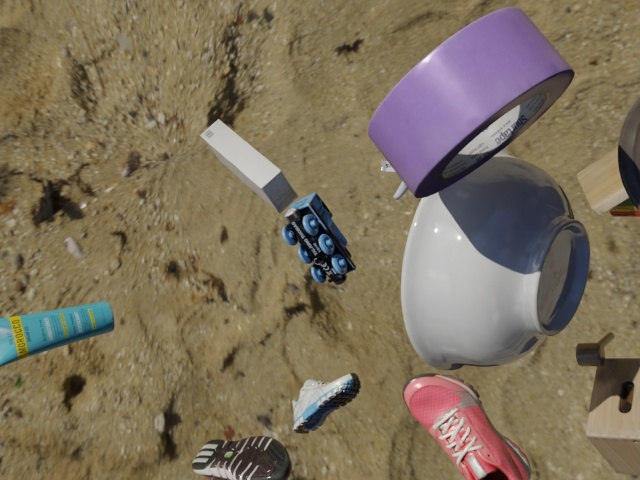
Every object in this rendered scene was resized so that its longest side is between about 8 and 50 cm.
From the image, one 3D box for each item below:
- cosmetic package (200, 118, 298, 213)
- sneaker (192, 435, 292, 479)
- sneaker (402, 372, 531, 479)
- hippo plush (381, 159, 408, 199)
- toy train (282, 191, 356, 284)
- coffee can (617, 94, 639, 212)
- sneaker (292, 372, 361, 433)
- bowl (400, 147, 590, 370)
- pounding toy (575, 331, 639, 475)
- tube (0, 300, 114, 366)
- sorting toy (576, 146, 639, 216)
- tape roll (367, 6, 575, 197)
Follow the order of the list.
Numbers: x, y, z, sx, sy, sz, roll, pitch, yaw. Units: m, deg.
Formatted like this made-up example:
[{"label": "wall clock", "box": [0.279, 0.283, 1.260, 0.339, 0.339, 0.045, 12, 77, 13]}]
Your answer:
[{"label": "cosmetic package", "box": [-0.152, -0.160, 1.639, 0.060, 0.239, 0.099, -43, 143, -9]}, {"label": "sneaker", "box": [-0.123, 0.480, 1.557, 0.162, 0.281, 0.106, 54, 53, -22]}, {"label": "sneaker", "box": [0.279, 0.369, 1.420, 0.314, 0.136, 0.116, 44, 106, -5]}, {"label": "hippo plush", "box": [0.296, -0.241, 1.673, 0.294, 0.234, 0.236, 2, 131, -16]}, {"label": "toy train", "box": [0.000, 0.000, 1.511, 0.080, 0.105, 0.184, -25, 111, 33]}, {"label": "coffee can", "box": [0.479, -0.097, 0.913, 0.202, 0.275, 0.201, 1, 92, 30]}, {"label": "sneaker", "box": [0.000, 0.296, 1.497, 0.071, 0.083, 0.191, 15, 133, -40]}, {"label": "bowl", "box": [0.238, 0.032, 0.951, 0.298, 0.134, 0.297, -17, 113, -46]}, {"label": "pounding toy", "box": [0.450, 0.213, 1.120, 0.206, 0.094, 0.181, 47, 52, -35]}, {"label": "tube", "box": [-0.439, 0.145, 1.243, 0.207, 0.052, 0.080, -13, 78, -32]}, {"label": "sorting toy", "box": [0.694, -0.146, 1.642, 0.257, 0.255, 0.089, -36, 101, 21]}, {"label": "tape roll", "box": [0.144, -0.129, 0.748, 0.189, 0.189, 0.080, -35, 79, -6]}]
